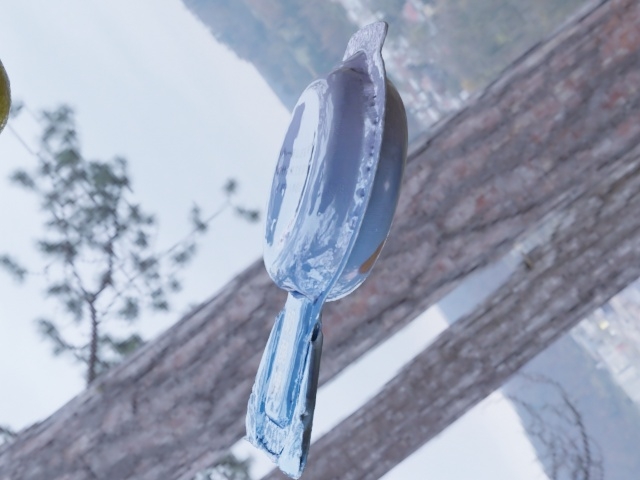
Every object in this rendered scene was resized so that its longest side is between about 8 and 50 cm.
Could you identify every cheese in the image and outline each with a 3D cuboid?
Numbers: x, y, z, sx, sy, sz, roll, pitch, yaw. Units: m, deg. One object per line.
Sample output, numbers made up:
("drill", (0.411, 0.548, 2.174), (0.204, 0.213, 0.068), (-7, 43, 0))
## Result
("cheese", (0.000, 0.000, 0.613), (0.052, 0.245, 0.135), (13, 178, -16))

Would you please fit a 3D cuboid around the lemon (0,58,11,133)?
("lemon", (-0.318, -0.123, 0.954), (0.133, 0.109, 0.109), (68, -171, 27))
